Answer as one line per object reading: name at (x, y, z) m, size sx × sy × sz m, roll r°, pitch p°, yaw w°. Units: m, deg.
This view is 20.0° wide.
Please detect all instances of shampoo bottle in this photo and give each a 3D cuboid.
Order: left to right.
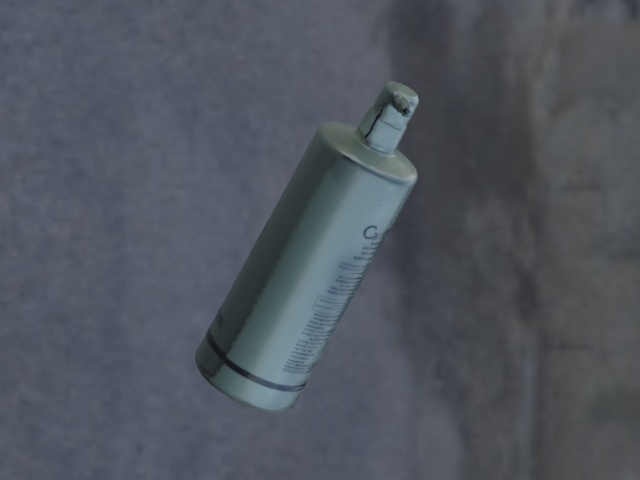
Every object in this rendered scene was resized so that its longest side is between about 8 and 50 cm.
shampoo bottle at (0.000, 0.000, 1.337) m, size 0.085 × 0.085 × 0.262 m, roll -12°, pitch 134°, yaw -62°
